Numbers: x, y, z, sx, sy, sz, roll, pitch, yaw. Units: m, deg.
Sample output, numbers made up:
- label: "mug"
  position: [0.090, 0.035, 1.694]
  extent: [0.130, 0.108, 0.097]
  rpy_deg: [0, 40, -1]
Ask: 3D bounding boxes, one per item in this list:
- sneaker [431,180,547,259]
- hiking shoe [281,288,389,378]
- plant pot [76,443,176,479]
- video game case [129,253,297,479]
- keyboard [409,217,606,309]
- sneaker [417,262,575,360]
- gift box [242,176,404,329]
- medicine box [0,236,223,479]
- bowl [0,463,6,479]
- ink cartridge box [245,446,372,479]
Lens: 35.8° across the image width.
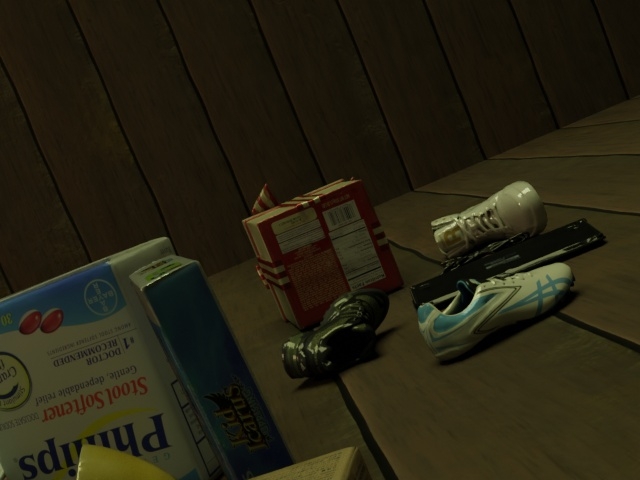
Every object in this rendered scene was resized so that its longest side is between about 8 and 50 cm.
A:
- label: "sneaker"
  position: [0.301, -0.022, 1.842]
  extent: [0.169, 0.108, 0.292]
  rpy_deg: [-25, -3, -10]
- label: "hiking shoe"
  position: [0.050, 0.142, 1.464]
  extent: [0.114, 0.086, 0.227]
  rpy_deg: [2, 27, 42]
- label: "plant pot"
  position: [-0.193, 0.272, 0.990]
  extent: [0.095, 0.134, 0.134]
  rpy_deg: [2, 3, -8]
- label: "video game case"
  position: [-0.103, 0.147, 0.981]
  extent: [0.061, 0.269, 0.244]
  rpy_deg: [-26, 6, -11]
- label: "keyboard"
  position: [0.297, 0.037, 1.632]
  extent: [0.317, 0.033, 0.201]
  rpy_deg: [-21, 13, 4]
- label: "sneaker"
  position: [0.233, 0.074, 1.286]
  extent: [0.237, 0.086, 0.085]
  rpy_deg: [-24, 4, -23]
- label: "gift box"
  position: [0.000, 0.000, 1.935]
  extent: [0.255, 0.276, 0.258]
  rpy_deg: [-18, 4, -10]
- label: "medicine box"
  position: [-0.272, 0.179, 1.227]
  extent: [0.264, 0.289, 0.149]
  rpy_deg: [-20, 4, 21]
- label: "bowl"
  position: [-0.535, 0.347, 1.238]
  extent: [0.298, 0.134, 0.298]
  rpy_deg: [-1, 18, 0]
- label: "ink cartridge box"
  position: [-0.075, 0.261, 0.751]
  extent: [0.235, 0.088, 0.193]
  rpy_deg: [-20, 8, 14]
